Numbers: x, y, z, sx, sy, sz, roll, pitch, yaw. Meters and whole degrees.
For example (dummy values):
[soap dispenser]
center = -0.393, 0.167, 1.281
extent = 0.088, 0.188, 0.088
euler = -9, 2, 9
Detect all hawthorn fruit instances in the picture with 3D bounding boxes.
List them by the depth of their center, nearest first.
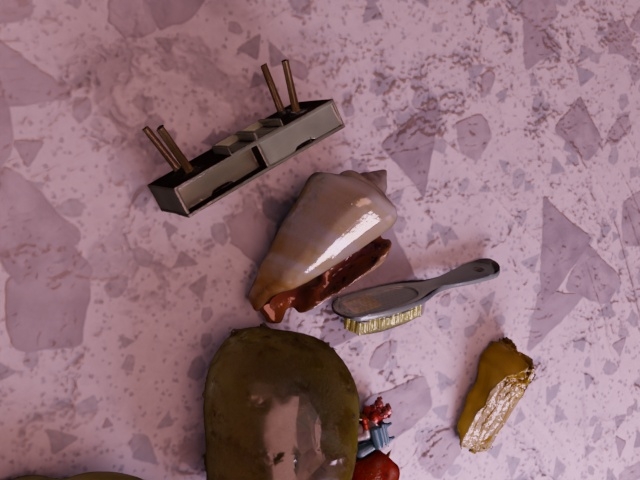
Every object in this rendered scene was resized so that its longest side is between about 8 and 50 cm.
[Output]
[hawthorn fruit]
center = 0.075, 0.343, 1.280
extent = 0.093, 0.093, 0.093
euler = -3, 96, -26

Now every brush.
[brush]
center = 0.148, 0.090, 1.308
extent = 0.296, 0.068, 0.060
euler = -14, 121, -26

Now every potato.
[potato]
center = -0.055, 0.263, 1.144
extent = 0.210, 0.173, 0.308
euler = 6, 83, -23

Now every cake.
[cake]
center = 0.260, 0.236, 1.387
extent = 0.079, 0.116, 0.185
euler = 8, 123, -22

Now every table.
[table]
center = -0.110, -0.138, 1.117
extent = 0.240, 0.121, 0.111
euler = -32, 109, -21

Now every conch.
[conch]
center = -0.004, -0.009, 1.202
extent = 0.255, 0.127, 0.158
euler = -36, 142, 4

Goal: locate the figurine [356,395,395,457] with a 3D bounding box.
[figurine]
center = 0.036, 0.278, 1.265
extent = 0.140, 0.068, 0.075
euler = -12, 103, -19

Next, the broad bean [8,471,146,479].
[broad bean]
center = -0.282, 0.373, 1.053
extent = 0.263, 0.121, 0.189
euler = 12, 82, -10
